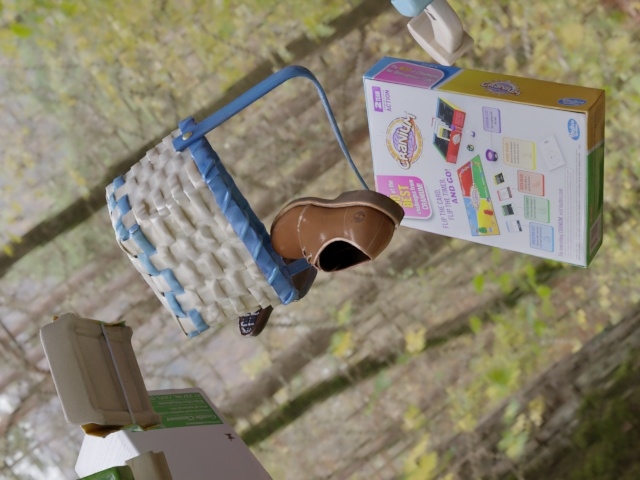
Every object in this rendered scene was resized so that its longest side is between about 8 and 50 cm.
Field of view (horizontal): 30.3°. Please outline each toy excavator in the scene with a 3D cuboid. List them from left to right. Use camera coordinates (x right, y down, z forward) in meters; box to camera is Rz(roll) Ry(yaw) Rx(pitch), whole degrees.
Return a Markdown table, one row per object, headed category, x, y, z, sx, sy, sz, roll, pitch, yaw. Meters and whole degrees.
| category | x | y | z | sx | sy | sz | roll | pitch | yaw |
| --- | --- | --- | --- | --- | --- | --- | --- | --- | --- |
| toy excavator | 0.182 | -0.512 | 2.297 | 0.445 | 0.222 | 0.433 | 48 | 177 | -18 |

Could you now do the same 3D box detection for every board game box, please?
| category | x | y | z | sx | sy | sz | roll | pitch | yaw |
| --- | --- | --- | --- | --- | --- | --- | --- | --- | --- |
| board game box | 0.219 | -0.108 | 1.586 | 0.316 | 0.064 | 0.242 | 14 | 131 | 28 |

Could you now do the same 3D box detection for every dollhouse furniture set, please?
| category | x | y | z | sx | sy | sz | roll | pitch | yaw |
| --- | --- | --- | --- | --- | --- | --- | --- | --- | --- |
| dollhouse furniture set | -0.306 | 0.258 | 1.521 | 0.301 | 0.151 | 0.197 | 69 | -169 | 15 |

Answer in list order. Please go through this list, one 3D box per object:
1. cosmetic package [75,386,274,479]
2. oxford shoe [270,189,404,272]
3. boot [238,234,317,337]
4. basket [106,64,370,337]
| category | x | y | z | sx | sy | sz | roll | pitch | yaw |
| --- | --- | --- | --- | --- | --- | --- | --- | --- | --- |
| cosmetic package | -0.190 | 0.385 | 1.734 | 0.197 | 0.155 | 0.365 | 1 | -152 | -40 |
| oxford shoe | 0.000 | 0.000 | 1.261 | 0.076 | 0.076 | 0.212 | 34 | 157 | -23 |
| boot | -0.065 | 0.092 | 2.032 | 0.082 | 0.219 | 0.106 | -10 | 138 | 42 |
| basket | -0.091 | -0.045 | 1.394 | 0.201 | 0.289 | 0.255 | -113 | -4 | -56 |
